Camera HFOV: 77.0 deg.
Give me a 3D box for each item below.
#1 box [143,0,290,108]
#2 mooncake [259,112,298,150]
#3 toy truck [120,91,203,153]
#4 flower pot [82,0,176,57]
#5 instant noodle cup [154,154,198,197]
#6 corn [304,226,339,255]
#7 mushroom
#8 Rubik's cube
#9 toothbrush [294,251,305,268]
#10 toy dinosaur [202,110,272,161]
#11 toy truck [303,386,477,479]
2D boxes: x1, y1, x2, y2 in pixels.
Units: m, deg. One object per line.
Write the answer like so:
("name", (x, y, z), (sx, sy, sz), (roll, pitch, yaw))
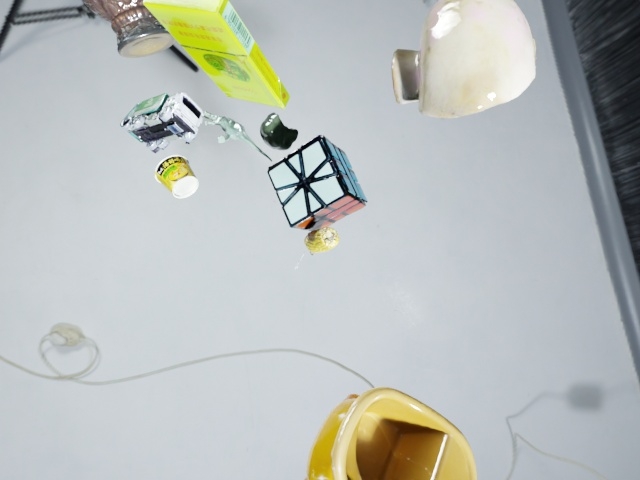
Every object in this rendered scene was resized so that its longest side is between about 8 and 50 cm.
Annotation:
("box", (-0.212, -0.416, 0.909), (0.187, 0.335, 0.047), (18, 83, 20))
("mooncake", (-0.187, -0.501, 1.857), (0.175, 0.104, 0.169), (-5, 104, -31))
("toy truck", (-0.440, -0.327, 1.104), (0.253, 0.114, 0.124), (-5, 61, 30))
("flower pot", (-0.600, -0.745, 1.268), (0.266, 0.266, 0.267), (-24, 103, -11))
("instant noodle cup", (-0.573, -0.253, 1.628), (0.151, 0.151, 0.122), (-39, 66, -11))
("corn", (0.000, 0.000, 1.617), (0.106, 0.293, 0.106), (1, 85, -13))
("mushroom", (0.220, -0.310, 0.658), (0.236, 0.162, 0.173), (-1, 38, 28))
("Rubik's cube", (-0.007, -0.223, 1.683), (0.293, 0.283, 0.289), (-25, 76, 17))
("toothbrush", (-0.090, 0.088, 1.767), (0.006, 0.008, 0.097), (33, 114, 6))
("toy dinosaur", (-0.381, -0.484, 1.838), (0.392, 0.205, 0.092), (22, 113, -17))
("toy truck", (0.104, 0.371, 0.639), (0.288, 0.211, 0.204), (41, 55, -6))
